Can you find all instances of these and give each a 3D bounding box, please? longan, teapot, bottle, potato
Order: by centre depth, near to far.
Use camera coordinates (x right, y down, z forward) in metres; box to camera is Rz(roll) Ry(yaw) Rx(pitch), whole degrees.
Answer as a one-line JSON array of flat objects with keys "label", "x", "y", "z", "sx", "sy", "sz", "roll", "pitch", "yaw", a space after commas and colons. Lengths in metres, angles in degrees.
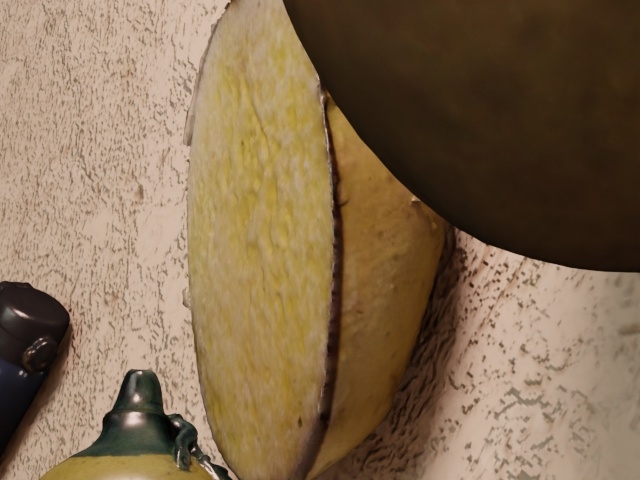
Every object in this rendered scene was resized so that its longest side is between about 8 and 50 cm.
[{"label": "longan", "x": 0.127, "y": -0.134, "z": 0.708, "sx": 0.319, "sy": 0.319, "sz": 0.318, "roll": -28, "pitch": 55, "yaw": 48}, {"label": "potato", "x": 0.000, "y": 0.000, "z": 1.031, "sx": 0.239, "sy": 0.116, "sz": 0.299, "roll": -12, "pitch": 78, "yaw": 60}, {"label": "teapot", "x": -0.109, "y": 0.216, "z": 1.085, "sx": 0.182, "sy": 0.173, "sz": 0.269, "roll": -66, "pitch": -28, "yaw": -75}, {"label": "bottle", "x": -0.285, "y": 0.145, "z": 1.428, "sx": 0.082, "sy": 0.072, "sz": 0.244, "roll": 50, "pitch": 119, "yaw": 39}]
